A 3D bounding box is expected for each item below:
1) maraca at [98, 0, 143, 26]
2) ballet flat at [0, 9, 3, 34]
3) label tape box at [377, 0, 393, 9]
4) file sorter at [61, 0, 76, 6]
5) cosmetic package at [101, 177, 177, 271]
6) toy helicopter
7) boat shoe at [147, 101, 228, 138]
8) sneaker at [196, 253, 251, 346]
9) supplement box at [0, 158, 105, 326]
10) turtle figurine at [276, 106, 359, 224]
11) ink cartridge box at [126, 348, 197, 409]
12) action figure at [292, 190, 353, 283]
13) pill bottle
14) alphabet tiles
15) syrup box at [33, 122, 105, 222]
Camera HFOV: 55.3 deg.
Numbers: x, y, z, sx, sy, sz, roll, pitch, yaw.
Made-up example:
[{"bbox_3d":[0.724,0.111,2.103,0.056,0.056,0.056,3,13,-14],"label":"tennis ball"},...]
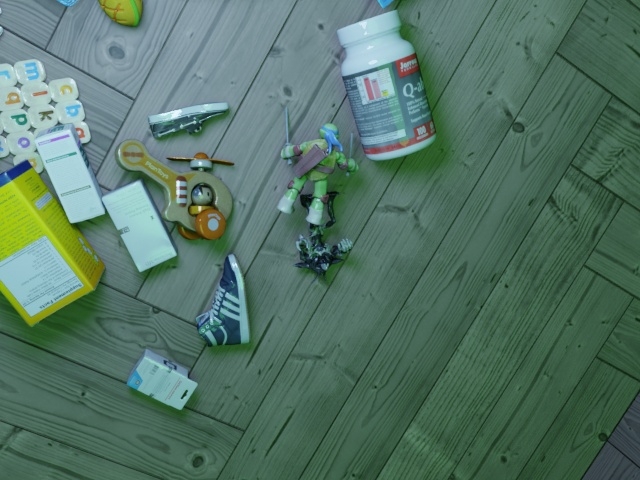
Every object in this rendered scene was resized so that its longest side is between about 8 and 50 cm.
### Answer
[{"bbox_3d":[-0.509,-0.619,1.512,0.099,0.127,0.186,-43,121,-28],"label":"maraca"},{"bbox_3d":[-0.823,-0.548,1.495,0.079,0.077,0.222,-7,106,-31],"label":"ballet flat"},{"bbox_3d":[0.209,-0.816,1.630,0.333,0.106,0.241,-41,109,0],"label":"label tape box"},{"bbox_3d":[-0.621,-0.638,1.461,0.104,0.170,0.118,39,93,-22],"label":"file sorter"},{"bbox_3d":[-0.494,-0.043,1.681,0.117,0.085,0.231,-25,106,-5],"label":"cosmetic package"},{"bbox_3d":[-0.380,-0.166,1.637,0.355,0.140,0.235,35,69,-33],"label":"toy helicopter"},{"bbox_3d":[-0.351,-0.326,1.650,0.219,0.078,0.070,-13,106,-1],"label":"boat shoe"},{"bbox_3d":[-0.292,0.183,1.774,0.153,0.099,0.282,-8,108,-12],"label":"sneaker"},{"bbox_3d":[-0.749,0.003,1.569,0.194,0.195,0.357,-30,110,0],"label":"supplement box"},{"bbox_3d":[-0.009,-0.196,1.681,0.197,0.274,0.266,14,105,-29],"label":"turtle figurine"},{"bbox_3d":[-0.467,0.414,1.812,0.180,0.060,0.104,33,94,-17],"label":"ink cartridge box"},{"bbox_3d":[0.000,0.000,1.772,0.164,0.141,0.276,-6,102,-12],"label":"action figure"},{"bbox_3d":[0.175,-0.419,1.667,0.210,0.210,0.363,-21,107,-7],"label":"pill bottle"},{"bbox_3d":[-0.757,-0.317,1.587,0.277,0.021,0.284,-12,106,-7],"label":"alphabet tiles"},{"bbox_3d":[-0.647,-0.176,1.588,0.096,0.093,0.237,-18,116,-11],"label":"syrup box"}]
